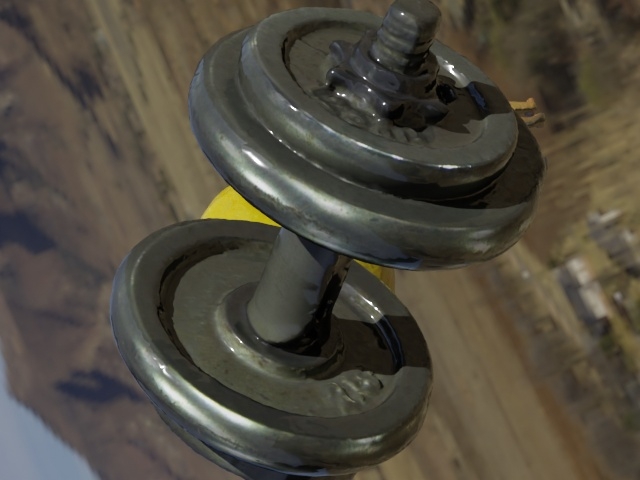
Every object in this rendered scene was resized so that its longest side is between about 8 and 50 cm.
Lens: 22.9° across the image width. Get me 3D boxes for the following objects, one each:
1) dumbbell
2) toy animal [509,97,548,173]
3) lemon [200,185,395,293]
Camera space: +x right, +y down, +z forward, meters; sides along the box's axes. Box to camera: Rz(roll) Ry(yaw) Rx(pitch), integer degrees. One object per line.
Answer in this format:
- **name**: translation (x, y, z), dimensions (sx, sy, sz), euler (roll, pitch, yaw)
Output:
- **dumbbell**: translation (0.000, 0.000, 0.828), dimensions (0.192, 0.192, 0.290), euler (60, 137, 43)
- **toy animal**: translation (0.133, -0.084, 1.301), dimensions (0.241, 0.099, 0.057), euler (-72, -18, -76)
- **lemon**: translation (-0.026, 0.029, 1.361), dimensions (0.207, 0.170, 0.170), euler (46, 162, 37)
